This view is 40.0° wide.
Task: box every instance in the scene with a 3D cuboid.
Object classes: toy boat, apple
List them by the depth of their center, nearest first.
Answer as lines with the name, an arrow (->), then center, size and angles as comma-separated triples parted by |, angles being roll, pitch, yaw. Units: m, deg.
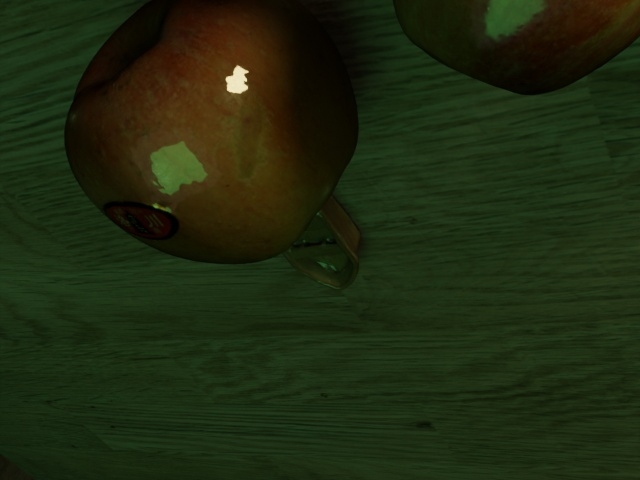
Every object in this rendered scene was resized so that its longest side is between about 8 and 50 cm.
apple -> 0.190, -0.250, 0.780 | 0.257, 0.257, 0.233 | 21, 102, -3
apple -> -0.119, -0.124, 1.031 | 0.339, 0.338, 0.305 | -17, 130, 39
toy boat -> 0.000, 0.000, 1.367 | 0.116, 0.061, 0.188 | -7, 137, 28
